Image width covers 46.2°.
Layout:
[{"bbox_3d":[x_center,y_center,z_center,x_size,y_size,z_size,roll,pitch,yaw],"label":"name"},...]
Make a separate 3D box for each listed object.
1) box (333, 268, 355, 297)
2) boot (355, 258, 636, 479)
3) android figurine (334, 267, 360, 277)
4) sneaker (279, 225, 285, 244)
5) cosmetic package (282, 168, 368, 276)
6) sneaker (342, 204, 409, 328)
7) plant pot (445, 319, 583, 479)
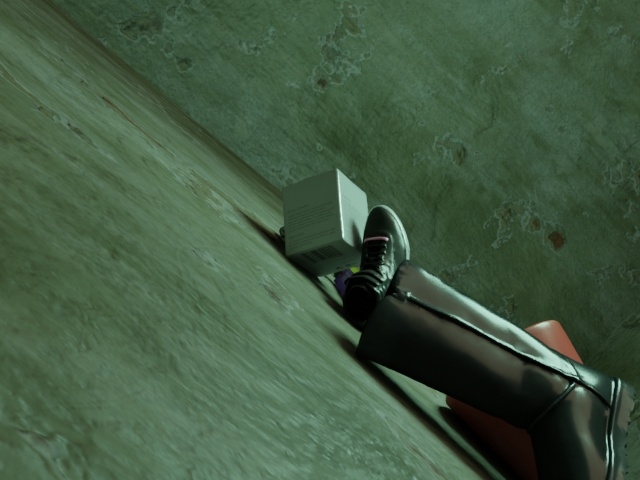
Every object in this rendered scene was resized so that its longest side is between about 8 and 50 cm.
[{"bbox_3d":[0.170,0.194,1.850,0.293,0.057,0.201,40,5,-14],"label":"box"},{"bbox_3d":[0.259,0.251,1.208,0.445,0.146,0.367,31,36,7],"label":"boot"},{"bbox_3d":[0.097,0.105,2.177,0.248,0.056,0.273,44,7,38],"label":"android figurine"},{"bbox_3d":[0.000,0.000,1.914,0.229,0.086,0.132,19,2,-17],"label":"sneaker"},{"bbox_3d":[0.015,-0.038,1.724,0.151,0.151,0.183,36,44,-52],"label":"cosmetic package"},{"bbox_3d":[0.115,0.057,1.587,0.105,0.295,0.147,-5,-13,27],"label":"sneaker"},{"bbox_3d":[0.418,0.329,1.434,0.243,0.275,0.275,56,11,29],"label":"plant pot"}]
